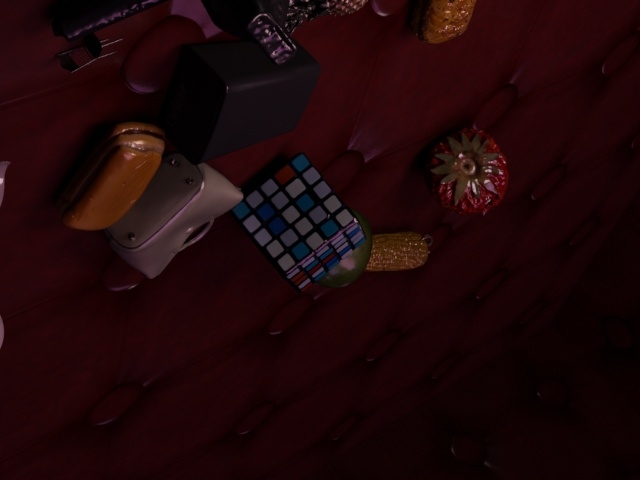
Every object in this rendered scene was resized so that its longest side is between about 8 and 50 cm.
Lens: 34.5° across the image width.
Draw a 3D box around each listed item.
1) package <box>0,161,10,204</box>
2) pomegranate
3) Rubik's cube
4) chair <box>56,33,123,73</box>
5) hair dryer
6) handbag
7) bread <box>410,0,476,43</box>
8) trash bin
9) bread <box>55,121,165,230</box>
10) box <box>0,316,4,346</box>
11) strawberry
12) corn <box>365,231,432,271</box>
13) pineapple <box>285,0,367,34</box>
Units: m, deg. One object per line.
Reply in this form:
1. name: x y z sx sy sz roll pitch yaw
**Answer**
1. package: -0.562 -0.015 1.428 0.203 0.062 0.251 -5 141 -52
2. pomegranate: -0.001 0.002 2.179 0.225 0.187 0.187 19 120 -30
3. Rubik's cube: -0.041 -0.031 2.003 0.187 0.184 0.182 -38 165 -2
4. chair: -0.314 -0.264 1.406 0.086 0.037 0.042 -32 166 -31
5. hair dryer: -0.192 -0.296 1.321 0.302 0.244 0.116 -25 149 0
6. handbag: -0.245 -0.028 1.830 0.241 0.109 0.315 -41 160 -1
7. bread: 0.231 -0.451 1.858 0.114 0.083 0.211 -27 151 -22
8. trash bin: -0.126 -0.235 1.657 0.225 0.115 0.165 -22 148 -45
9. bread: -0.323 -0.099 1.615 0.200 0.077 0.116 -47 152 25
10. box: -0.655 0.189 1.511 0.349 0.141 0.289 -38 158 1
11. strawberry: 0.339 -0.152 2.403 0.205 0.205 0.244 -41 171 -1
12. corn: 0.171 0.030 2.545 0.293 0.106 0.106 -7 138 -52
13. pineapple: -0.003 -0.379 1.650 0.159 0.074 0.074 -25 152 -15
